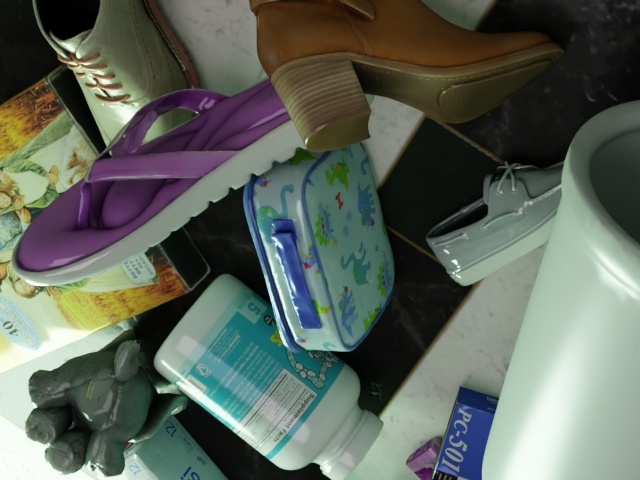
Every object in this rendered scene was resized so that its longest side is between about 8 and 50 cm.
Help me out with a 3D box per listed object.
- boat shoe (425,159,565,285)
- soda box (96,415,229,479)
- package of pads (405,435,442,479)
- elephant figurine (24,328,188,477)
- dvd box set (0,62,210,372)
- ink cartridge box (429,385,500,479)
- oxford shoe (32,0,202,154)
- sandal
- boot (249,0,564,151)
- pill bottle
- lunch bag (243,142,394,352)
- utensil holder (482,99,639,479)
[{"bbox_3d":[0.195,-0.034,1.242,0.081,0.079,0.227,44,130,-10],"label":"boat shoe"},{"bbox_3d":[-0.163,0.377,1.639,0.091,0.098,0.286,-32,103,35],"label":"soda box"},{"bbox_3d":[0.149,0.283,1.479,0.083,0.032,0.050,45,122,-6],"label":"package of pads"},{"bbox_3d":[-0.259,0.198,1.546,0.186,0.239,0.169,-4,93,18],"label":"elephant figurine"},{"bbox_3d":[-0.381,-0.006,1.535,0.420,0.062,0.307,-22,107,33],"label":"dvd box set"},{"bbox_3d":[0.180,0.281,1.425,0.097,0.046,0.207,17,113,5],"label":"ink cartridge box"},{"bbox_3d":[-0.235,-0.199,1.300,0.141,0.146,0.397,-5,116,26],"label":"oxford shoe"},{"bbox_3d":[-0.142,-0.102,1.228,0.416,0.169,0.102,-31,122,-5],"label":"sandal"},{"bbox_3d":[0.073,-0.217,1.171,0.109,0.284,0.220,92,160,-70],"label":"boot"},{"bbox_3d":[-0.055,0.170,1.437,0.264,0.146,0.146,38,127,-1],"label":"pill bottle"},{"bbox_3d":[0.000,0.000,1.292,0.090,0.176,0.219,-3,118,26],"label":"lunch bag"},{"bbox_3d":[0.339,0.115,1.118,0.328,0.327,0.385,20,128,13],"label":"utensil holder"}]
